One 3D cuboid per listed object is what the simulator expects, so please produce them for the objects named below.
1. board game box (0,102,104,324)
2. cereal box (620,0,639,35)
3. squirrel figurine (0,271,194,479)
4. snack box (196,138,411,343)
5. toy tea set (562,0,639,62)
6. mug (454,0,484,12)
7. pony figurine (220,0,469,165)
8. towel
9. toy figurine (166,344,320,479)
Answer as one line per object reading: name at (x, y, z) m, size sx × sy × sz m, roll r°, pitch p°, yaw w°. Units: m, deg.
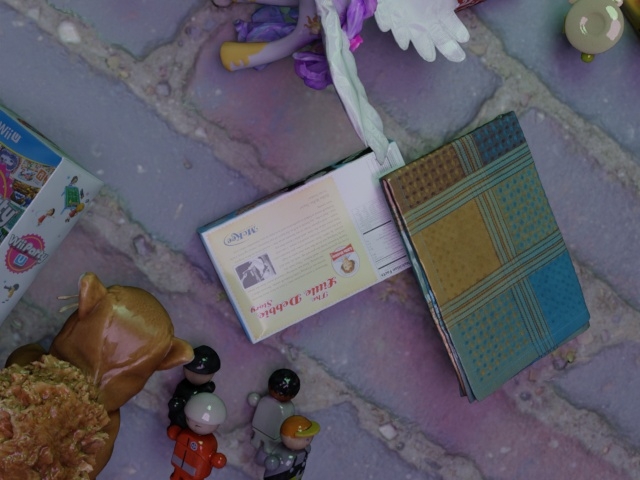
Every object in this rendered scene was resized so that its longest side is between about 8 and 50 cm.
board game box at (-0.464, -0.020, 1.590) m, size 0.303 × 0.224 × 0.097 m, roll -54°, pitch 146°, yaw -1°
cereal box at (0.557, -0.433, 1.822) m, size 0.240 × 0.047 × 0.173 m, roll -41°, pitch 103°, yaw -2°
squirrel figurine at (-0.340, 0.233, 1.566) m, size 0.281 × 0.397 × 0.370 m, roll 43°, pitch 97°, yaw -9°
snack box at (0.000, 0.000, 1.769) m, size 0.322 × 0.060 × 0.187 m, roll -26°, pitch 103°, yaw -7°
toy tea set at (0.483, -0.420, 1.749) m, size 0.200 × 0.124 × 0.336 m, roll 12°, pitch 98°, yaw 20°
mug at (0.217, -0.401, 1.716) m, size 0.169 × 0.150 × 0.113 m, roll -25°, pitch 74°, yaw -2°
pony figurine at (0.008, -0.312, 1.579) m, size 0.303 × 0.363 × 0.351 m, roll -60°, pitch 136°, yaw -33°
towel at (0.257, 0.022, 1.801) m, size 0.271 × 0.040 × 0.370 m, roll -28°, pitch 101°, yaw -26°
toy figurine at (-0.115, 0.260, 1.707) m, size 0.209 × 0.213 × 0.148 m, roll 12°, pitch 110°, yaw -12°
